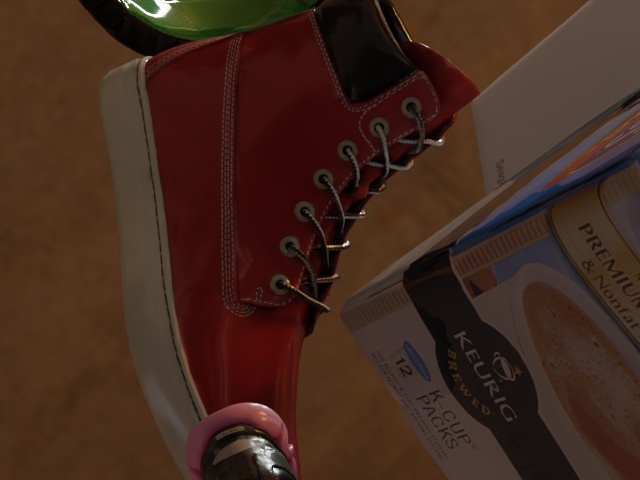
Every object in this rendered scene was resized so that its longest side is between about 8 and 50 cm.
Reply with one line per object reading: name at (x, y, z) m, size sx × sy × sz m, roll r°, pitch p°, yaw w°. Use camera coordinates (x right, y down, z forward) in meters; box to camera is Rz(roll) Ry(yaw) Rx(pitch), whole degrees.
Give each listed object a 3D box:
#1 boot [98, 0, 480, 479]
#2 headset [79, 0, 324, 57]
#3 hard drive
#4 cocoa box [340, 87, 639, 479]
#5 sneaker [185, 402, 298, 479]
boot at (0.000, 0.000, 0.906) m, size 0.176 × 0.244 × 0.088 m, roll -18°, pitch -23°, yaw 15°
headset at (-0.074, -0.259, 1.006) m, size 0.243 × 0.185 × 0.394 m, roll -37°, pitch -35°, yaw -2°
hard drive at (0.268, -0.152, 1.532) m, size 0.047 × 0.233 × 0.353 m, roll 38°, pitch -64°, yaw -24°
cocoa box at (0.227, 0.089, 0.842) m, size 0.231 × 0.347 × 0.228 m, roll -34°, pitch 2°, yaw -32°
sneaker at (-0.012, 0.118, 0.703) m, size 0.047 × 0.057 × 0.119 m, roll -28°, pitch -62°, yaw -6°
